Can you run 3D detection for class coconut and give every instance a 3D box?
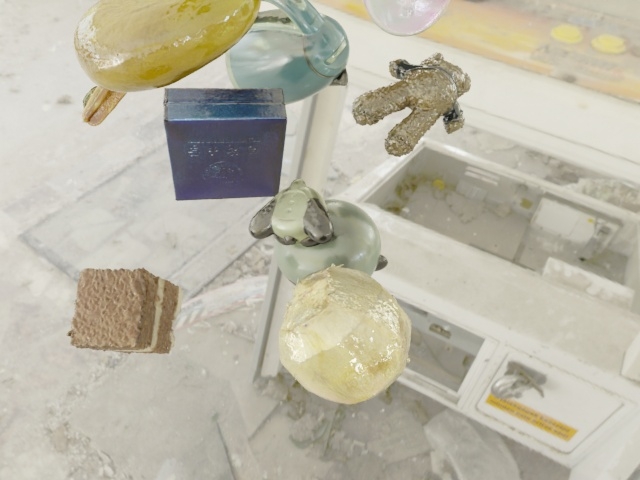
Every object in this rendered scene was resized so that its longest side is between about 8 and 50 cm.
[{"bbox_3d":[0.040,0.142,0.777,0.195,0.194,0.194,2,47,-3],"label":"coconut"}]

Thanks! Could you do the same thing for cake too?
[{"bbox_3d":[-0.323,0.123,0.925,0.135,0.147,0.135,1,75,8],"label":"cake"}]

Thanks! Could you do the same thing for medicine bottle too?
[{"bbox_3d":[0.138,-0.493,1.005,0.152,0.152,0.253,-1,40,-6],"label":"medicine bottle"}]

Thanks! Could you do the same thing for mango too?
[{"bbox_3d":[-0.254,-0.329,0.869,0.332,0.142,0.195,-1,56,29],"label":"mango"}]

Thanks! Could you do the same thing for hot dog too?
[{"bbox_3d":[-0.454,-0.295,1.138,0.133,0.056,0.041,-49,47,4],"label":"hot dog"}]

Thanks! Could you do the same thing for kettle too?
[{"bbox_3d":[-0.087,-0.508,1.409,0.342,0.319,0.247,10,61,53],"label":"kettle"}]

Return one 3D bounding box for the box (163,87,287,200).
[{"bbox_3d":[-0.221,-0.219,1.285,0.262,0.279,0.116,-2,56,-10],"label":"box"}]

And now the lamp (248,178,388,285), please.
[{"bbox_3d":[0.000,0.000,0.963,0.198,0.244,0.197,-11,64,23],"label":"lamp"}]

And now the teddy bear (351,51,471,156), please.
[{"bbox_3d":[0.192,-0.264,1.008,0.182,0.129,0.251,50,62,-9],"label":"teddy bear"}]
